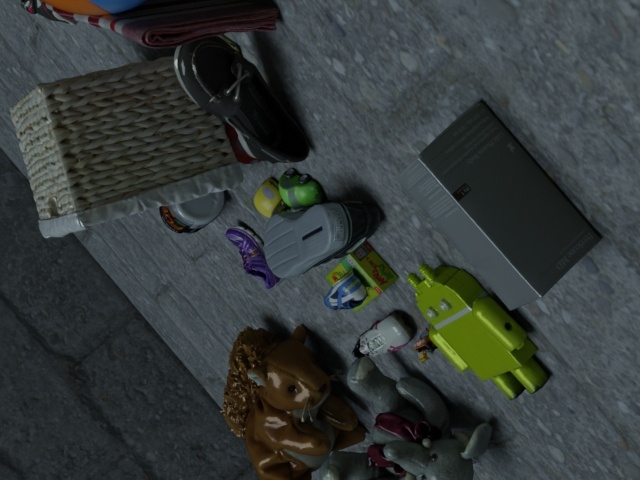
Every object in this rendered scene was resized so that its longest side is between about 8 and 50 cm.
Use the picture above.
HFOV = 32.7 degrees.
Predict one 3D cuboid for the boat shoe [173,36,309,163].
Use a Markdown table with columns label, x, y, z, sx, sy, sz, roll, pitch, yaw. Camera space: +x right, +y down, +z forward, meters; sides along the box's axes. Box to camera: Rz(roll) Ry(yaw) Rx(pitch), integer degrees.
| label | x | y | z | sx | sy | sz | roll | pitch | yaw |
| --- | --- | --- | --- | --- | --- | --- | --- | --- | --- |
| boat shoe | -0.114 | -0.224 | 1.744 | 0.096 | 0.112 | 0.335 | 15 | 163 | 29 |

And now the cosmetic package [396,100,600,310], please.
| label | x | y | z | sx | sy | sz | roll | pitch | yaw |
| --- | --- | --- | --- | --- | --- | --- | --- | --- | --- |
| cosmetic package | 0.226 | -0.041 | 1.398 | 0.238 | 0.127 | 0.107 | 46 | 160 | 3 |

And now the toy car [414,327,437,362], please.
| label | x | y | z | sx | sy | sz | roll | pitch | yaw |
| --- | --- | --- | --- | --- | --- | --- | --- | --- | --- |
| toy car | 0.183 | 0.192 | 1.994 | 0.122 | 0.060 | 0.040 | 130 | 131 | -63 |

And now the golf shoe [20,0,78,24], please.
| label | x | y | z | sx | sy | sz | roll | pitch | yaw |
| --- | --- | --- | --- | --- | --- | --- | --- | --- | --- |
| golf shoe | -0.540 | -0.530 | 2.165 | 0.120 | 0.105 | 0.273 | 30 | 163 | 6 |

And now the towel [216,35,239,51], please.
| label | x | y | z | sx | sy | sz | roll | pitch | yaw |
| --- | --- | --- | --- | --- | --- | --- | --- | --- | --- |
| towel | -0.152 | -0.312 | 1.852 | 0.060 | 0.009 | 0.083 | 36 | 156 | 30 |

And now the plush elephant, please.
| label | x | y | z | sx | sy | sz | roll | pitch | yaw |
| --- | --- | --- | --- | --- | --- | --- | --- | --- | --- |
| plush elephant | 0.187 | 0.414 | 2.095 | 0.330 | 0.271 | 0.255 | 23 | 178 | -12 |

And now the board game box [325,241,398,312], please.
| label | x | y | z | sx | sy | sz | roll | pitch | yaw |
| --- | --- | --- | --- | --- | --- | --- | --- | --- | --- |
| board game box | 0.073 | 0.069 | 2.012 | 0.092 | 0.043 | 0.181 | 48 | 159 | 3 |

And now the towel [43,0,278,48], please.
| label | x | y | z | sx | sy | sz | roll | pitch | yaw |
| --- | --- | --- | --- | --- | --- | --- | --- | --- | --- |
| towel | -0.251 | -0.350 | 1.680 | 0.329 | 0.237 | 0.037 | 26 | 124 | 47 |

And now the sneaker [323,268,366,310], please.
| label | x | y | z | sx | sy | sz | roll | pitch | yaw |
| --- | --- | --- | --- | --- | --- | --- | --- | --- | --- |
| sneaker | 0.047 | 0.104 | 1.989 | 0.059 | 0.053 | 0.144 | 44 | 160 | 7 |

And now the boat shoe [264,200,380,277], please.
| label | x | y | z | sx | sy | sz | roll | pitch | yaw |
| --- | --- | --- | --- | --- | --- | --- | --- | --- | --- |
| boat shoe | 0.000 | 0.000 | 1.925 | 0.335 | 0.119 | 0.121 | 168 | 97 | -65 |

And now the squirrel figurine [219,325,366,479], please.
| label | x | y | z | sx | sy | sz | roll | pitch | yaw |
| --- | --- | --- | --- | --- | --- | --- | --- | --- | --- |
| squirrel figurine | -0.105 | 0.369 | 2.595 | 0.397 | 0.281 | 0.370 | 30 | 146 | 35 |

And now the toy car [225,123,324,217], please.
| label | x | y | z | sx | sy | sz | roll | pitch | yaw |
| --- | --- | --- | --- | --- | --- | --- | --- | --- | --- |
| toy car | -0.082 | -0.105 | 2.008 | 0.225 | 0.053 | 0.239 | 25 | 149 | 48 |

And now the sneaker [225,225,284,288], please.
| label | x | y | z | sx | sy | sz | roll | pitch | yaw |
| --- | --- | --- | --- | --- | --- | --- | --- | --- | --- |
| sneaker | -0.149 | 0.035 | 2.365 | 0.170 | 0.071 | 0.068 | 44 | 159 | 15 |

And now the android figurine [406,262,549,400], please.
| label | x | y | z | sx | sy | sz | roll | pitch | yaw |
| --- | --- | --- | --- | --- | --- | --- | --- | --- | --- |
| android figurine | 0.249 | 0.145 | 1.778 | 0.273 | 0.056 | 0.248 | 47 | 160 | 0 |

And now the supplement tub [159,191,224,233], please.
| label | x | y | z | sx | sy | sz | roll | pitch | yaw |
| --- | --- | --- | --- | --- | --- | --- | --- | --- | --- |
| supplement tub | -0.285 | -0.078 | 2.378 | 0.117 | 0.117 | 0.190 | 51 | 159 | -5 |

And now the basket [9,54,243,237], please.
| label | x | y | z | sx | sy | sz | roll | pitch | yaw |
| --- | --- | --- | --- | --- | --- | --- | --- | --- | --- |
| basket | -0.368 | -0.175 | 2.028 | 0.328 | 0.331 | 0.266 | -4 | 101 | 65 |

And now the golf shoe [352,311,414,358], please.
| label | x | y | z | sx | sy | sz | roll | pitch | yaw |
| --- | --- | --- | --- | --- | --- | --- | --- | --- | --- |
| golf shoe | 0.118 | 0.191 | 2.078 | 0.067 | 0.086 | 0.186 | 50 | 158 | 2 |

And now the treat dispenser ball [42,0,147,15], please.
| label | x | y | z | sx | sy | sz | roll | pitch | yaw |
| --- | --- | --- | --- | --- | --- | --- | --- | --- | --- |
| treat dispenser ball | -0.322 | -0.464 | 1.537 | 0.288 | 0.288 | 0.288 | 41 | 158 | 21 |
